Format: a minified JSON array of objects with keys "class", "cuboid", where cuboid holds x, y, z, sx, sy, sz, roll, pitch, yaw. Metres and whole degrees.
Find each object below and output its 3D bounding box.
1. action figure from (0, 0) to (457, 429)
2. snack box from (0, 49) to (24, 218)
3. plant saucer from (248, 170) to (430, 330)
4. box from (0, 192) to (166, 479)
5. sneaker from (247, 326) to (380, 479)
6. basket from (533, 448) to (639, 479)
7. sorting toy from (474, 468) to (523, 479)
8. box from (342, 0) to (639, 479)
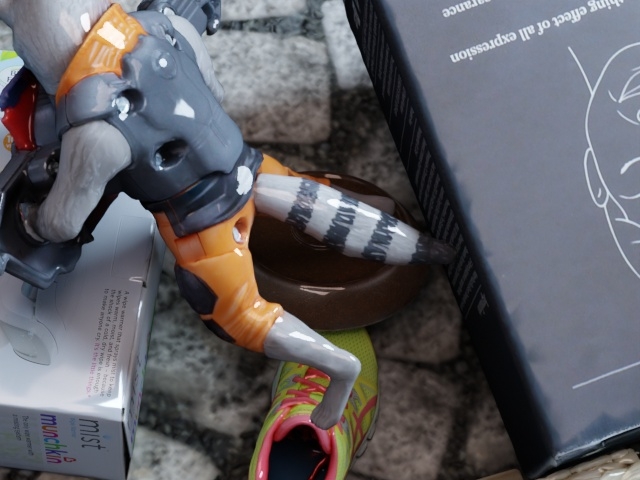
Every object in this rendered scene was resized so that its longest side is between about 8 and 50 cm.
[{"class":"action figure","cuboid":[-0.070,-0.082,1.343,0.330,0.178,0.341,39,50,-23]},{"class":"snack box","cuboid":[-0.212,-0.065,1.396,0.100,0.037,0.141,4,60,-3]},{"class":"plant saucer","cuboid":[0.000,0.000,1.492,0.168,0.029,0.168,2,43,-2]},{"class":"box","cuboid":[-0.231,0.020,1.440,0.231,0.127,0.262,7,61,-1]},{"class":"sneaker","cuboid":[-0.003,0.132,1.415,0.081,0.094,0.208,12,60,4]},{"class":"basket","cuboid":[0.176,0.229,1.339,0.113,0.167,0.103,-18,58,-14]},{"class":"sorting toy","cuboid":[0.116,0.202,1.432,0.083,0.012,0.062,-15,64,-12]},{"class":"box","cuboid":[0.217,-0.070,1.397,0.293,0.212,0.395,-20,80,-3]}]
